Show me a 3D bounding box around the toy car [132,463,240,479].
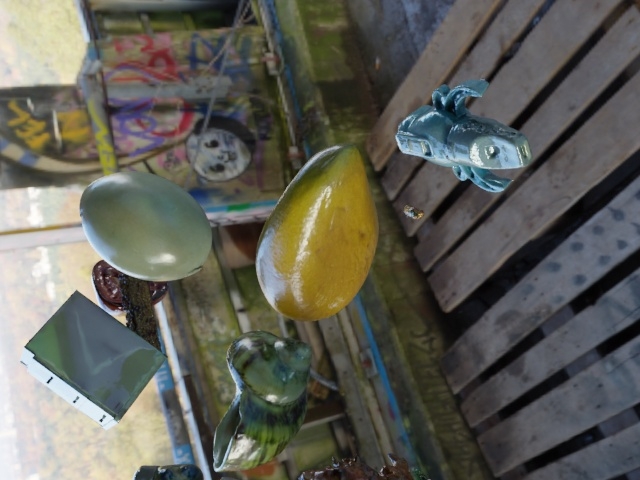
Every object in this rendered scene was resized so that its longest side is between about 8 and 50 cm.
[{"bbox_3d":[-0.251,0.588,1.261,0.336,0.226,0.242,87,-175,-46],"label":"toy car"}]

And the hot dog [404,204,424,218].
[{"bbox_3d":[0.241,-0.070,1.714,0.122,0.049,0.037,-69,-3,-82],"label":"hot dog"}]

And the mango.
[{"bbox_3d":[0.000,0.000,0.858,0.119,0.176,0.317,50,152,28],"label":"mango"}]

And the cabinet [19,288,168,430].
[{"bbox_3d":[-0.420,0.223,1.212,0.206,0.150,0.145,39,148,-8],"label":"cabinet"}]

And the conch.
[{"bbox_3d":[-0.077,0.218,0.922,0.187,0.124,0.182,-87,7,-57],"label":"conch"}]

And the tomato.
[{"bbox_3d":[-0.430,0.116,1.498,0.166,0.174,0.082,53,131,42],"label":"tomato"}]

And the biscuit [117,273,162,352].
[{"bbox_3d":[-0.374,0.160,1.376,0.034,0.064,0.199,-22,75,29],"label":"biscuit"}]

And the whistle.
[{"bbox_3d":[0.217,-0.163,1.049,0.274,0.093,0.186,25,145,52],"label":"whistle"}]

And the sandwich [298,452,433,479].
[{"bbox_3d":[0.055,0.367,0.791,0.301,0.162,0.250,49,-167,-37],"label":"sandwich"}]

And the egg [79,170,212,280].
[{"bbox_3d":[-0.316,-0.027,1.203,0.187,0.253,0.186,-58,3,5],"label":"egg"}]
